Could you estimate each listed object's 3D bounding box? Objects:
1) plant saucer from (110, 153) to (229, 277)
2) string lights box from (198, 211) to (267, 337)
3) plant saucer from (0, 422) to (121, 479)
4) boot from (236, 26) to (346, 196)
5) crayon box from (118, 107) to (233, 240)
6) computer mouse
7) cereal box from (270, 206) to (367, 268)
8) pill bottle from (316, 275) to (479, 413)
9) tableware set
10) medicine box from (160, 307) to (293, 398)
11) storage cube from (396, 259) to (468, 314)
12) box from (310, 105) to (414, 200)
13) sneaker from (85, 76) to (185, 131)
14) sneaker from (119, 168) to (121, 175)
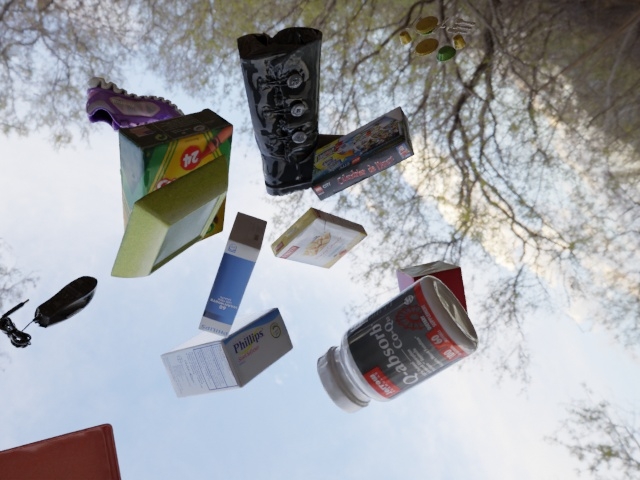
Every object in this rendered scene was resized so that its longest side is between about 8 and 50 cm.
[{"bbox_3d":[-0.220,-0.026,0.755,0.045,0.188,0.188,43,-138,3],"label":"plant saucer"},{"bbox_3d":[-0.201,0.081,1.127,0.077,0.259,0.133,19,-152,-10],"label":"string lights box"},{"bbox_3d":[-0.547,0.513,1.002,0.258,0.048,0.259,-9,-78,-22],"label":"plant saucer"},{"bbox_3d":[-0.016,-0.355,1.319,0.367,0.445,0.146,-23,-133,-15],"label":"boot"},{"bbox_3d":[-0.287,-0.086,0.984,0.081,0.318,0.202,36,-137,25],"label":"crayon box"},{"bbox_3d":[-0.745,0.189,1.347,0.184,0.060,0.262,14,-134,33],"label":"computer mouse"},{"bbox_3d":[0.000,0.000,1.372,0.240,0.173,0.047,14,-139,-49],"label":"cereal box"},{"bbox_3d":[0.182,0.265,1.203,0.210,0.363,0.210,43,-158,-22],"label":"pill bottle"},{"bbox_3d":[0.217,-0.390,0.949,0.154,0.104,0.024,36,171,43],"label":"tableware set"},{"bbox_3d":[-0.280,0.339,1.488,0.263,0.289,0.149,-25,-84,-56],"label":"medicine box"},{"bbox_3d":[0.395,0.191,1.755,0.184,0.215,0.193,-11,-82,-9],"label":"storage cube"},{"bbox_3d":[0.090,-0.196,1.097,0.044,0.233,0.159,50,-153,-33],"label":"box"},{"bbox_3d":[-0.437,-0.290,1.144,0.236,0.095,0.104,15,-117,-13],"label":"sneaker"},{"bbox_3d":[-0.589,-0.284,1.737,0.109,0.286,0.130,-6,-92,-73],"label":"sneaker"}]
